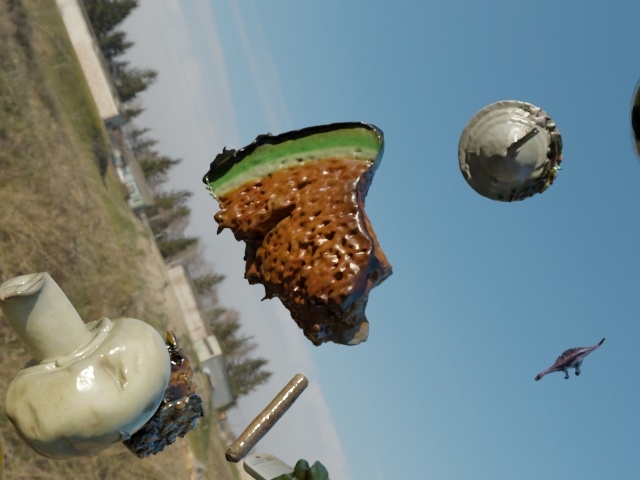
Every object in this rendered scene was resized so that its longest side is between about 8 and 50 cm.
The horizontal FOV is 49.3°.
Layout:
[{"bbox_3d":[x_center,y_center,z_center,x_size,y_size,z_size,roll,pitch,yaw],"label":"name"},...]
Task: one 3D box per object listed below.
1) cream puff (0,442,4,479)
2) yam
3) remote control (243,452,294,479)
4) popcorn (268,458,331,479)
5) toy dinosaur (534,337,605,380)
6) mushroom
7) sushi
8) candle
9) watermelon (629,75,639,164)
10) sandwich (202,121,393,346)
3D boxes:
[{"bbox_3d":[-0.672,0.362,1.183,0.274,0.269,0.323,156,-65,-77],"label":"cream puff"},{"bbox_3d":[-0.121,0.409,1.605,0.046,0.264,0.046,29,-36,24],"label":"yam"},{"bbox_3d":[-0.077,0.484,1.412,0.245,0.077,0.022,10,-80,54],"label":"remote control"},{"bbox_3d":[-0.030,0.415,1.018,0.167,0.187,0.185,15,-38,39],"label":"popcorn"},{"bbox_3d":[0.606,0.294,1.690,0.045,0.197,0.080,60,0,42],"label":"toy dinosaur"},{"bbox_3d":[-0.436,0.205,1.246,0.336,0.314,0.314,67,-12,-19],"label":"mushroom"},{"bbox_3d":[-0.352,0.326,1.505,0.204,0.213,0.200,51,-45,24],"label":"sushi"},{"bbox_3d":[0.338,-0.162,1.246,0.330,0.187,0.187,-31,101,-73],"label":"candle"},{"bbox_3d":[0.599,-0.189,1.046,0.269,0.269,0.269,158,-90,-77],"label":"watermelon"},{"bbox_3d":[0.000,0.000,0.921,0.162,0.250,0.301,47,26,-63],"label":"sandwich"}]
